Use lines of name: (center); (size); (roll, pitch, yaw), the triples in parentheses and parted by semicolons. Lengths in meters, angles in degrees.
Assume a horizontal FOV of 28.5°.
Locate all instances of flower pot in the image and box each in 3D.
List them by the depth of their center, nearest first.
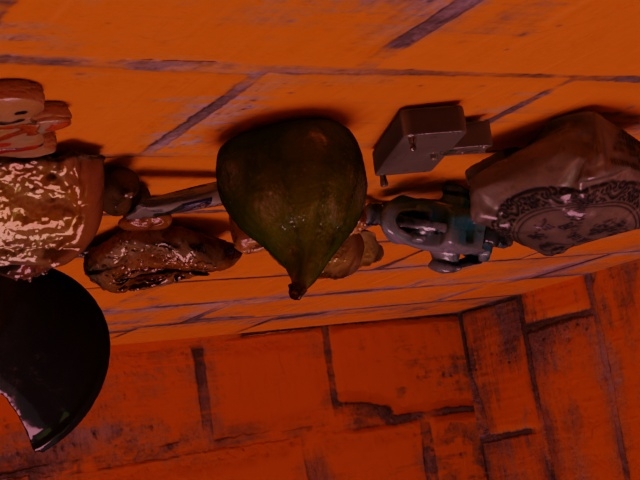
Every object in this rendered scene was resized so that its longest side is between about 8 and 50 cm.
flower pot: (-0.556, 0.146, 2.050); (0.379, 0.379, 0.251); (-10, 149, 5)

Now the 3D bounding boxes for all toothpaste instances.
toothpaste: (-0.173, -0.061, 1.793); (0.233, 0.038, 0.060); (-14, 170, -40)

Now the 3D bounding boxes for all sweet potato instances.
sweet potato: (-0.274, -0.064, 1.736); (0.069, 0.059, 0.249); (-18, 175, -3)

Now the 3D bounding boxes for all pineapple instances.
pineapple: (-0.410, 0.006, 1.882); (0.108, 0.108, 0.198); (-14, 175, 26)

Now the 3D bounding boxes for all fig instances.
fig: (-0.027, -0.033, 1.612); (0.203, 0.235, 0.203); (-10, 166, -3)

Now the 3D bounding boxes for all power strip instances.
power strip: (0.160, -0.131, 1.722); (0.145, 0.061, 0.215); (-7, 171, -9)

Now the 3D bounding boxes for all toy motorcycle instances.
toy motorcycle: (0.197, -0.025, 2.164); (0.260, 0.154, 0.206); (9, -176, -39)

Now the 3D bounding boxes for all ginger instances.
ginger: (0.000, 0.000, 2.150); (0.219, 0.123, 0.270); (12, -177, 9)

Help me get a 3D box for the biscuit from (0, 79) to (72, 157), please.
biscuit: (-0.351, -0.126, 1.381); (0.153, 0.030, 0.234); (-7, 171, -21)

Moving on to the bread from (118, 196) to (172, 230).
bread: (-0.265, -0.038, 1.911); (0.083, 0.046, 0.081); (-3, 171, -39)

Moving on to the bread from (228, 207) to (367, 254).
bread: (-0.035, -0.045, 1.904); (0.211, 0.114, 0.083); (-8, 154, -1)

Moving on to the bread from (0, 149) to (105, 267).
bread: (-0.365, -0.029, 1.613); (0.174, 0.133, 0.251); (-3, 170, -20)

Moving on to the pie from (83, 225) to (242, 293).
pie: (-0.280, 0.034, 2.189); (0.308, 0.085, 0.308); (-9, 171, -1)

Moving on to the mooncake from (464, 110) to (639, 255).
mooncake: (0.377, -0.073, 1.883); (0.254, 0.136, 0.250); (15, 151, -40)
